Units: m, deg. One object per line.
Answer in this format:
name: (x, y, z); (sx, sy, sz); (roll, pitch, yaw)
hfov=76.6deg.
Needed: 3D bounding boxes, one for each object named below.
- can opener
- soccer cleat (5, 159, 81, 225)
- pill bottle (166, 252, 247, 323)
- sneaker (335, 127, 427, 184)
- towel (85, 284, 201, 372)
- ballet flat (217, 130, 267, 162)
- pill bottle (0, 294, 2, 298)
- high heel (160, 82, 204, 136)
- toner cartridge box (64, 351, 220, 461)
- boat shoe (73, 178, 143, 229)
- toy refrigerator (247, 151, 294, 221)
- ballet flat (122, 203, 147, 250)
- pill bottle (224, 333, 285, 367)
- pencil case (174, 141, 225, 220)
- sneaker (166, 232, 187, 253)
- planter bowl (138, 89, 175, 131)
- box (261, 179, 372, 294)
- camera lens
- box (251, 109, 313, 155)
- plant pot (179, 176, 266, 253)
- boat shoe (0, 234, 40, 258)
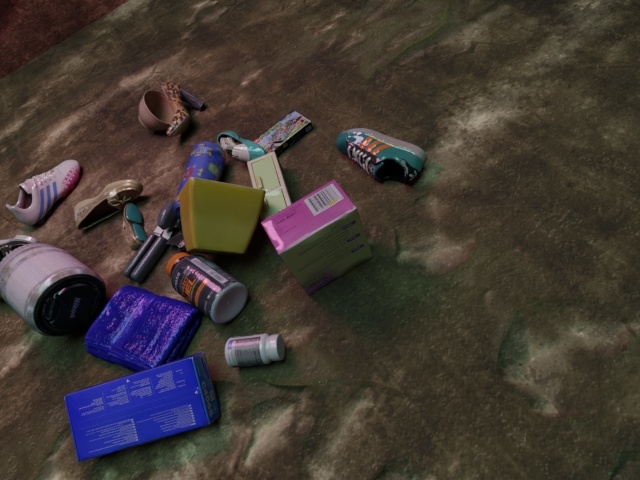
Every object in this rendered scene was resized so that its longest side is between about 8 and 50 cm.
can opener: (-0.551, -0.005, 1.327); (0.076, 0.095, 0.283); (16, 64, 26)
soccer cleat: (-1.086, -0.215, 1.601); (0.116, 0.143, 0.330); (8, 61, 22)
pill bottle: (-0.334, 0.123, 1.156); (0.246, 0.130, 0.130); (28, 70, 31)
sneaker: (0.165, -0.258, 1.255); (0.303, 0.108, 0.121); (21, 63, 26)
towel: (-0.515, 0.253, 1.162); (0.309, 0.076, 0.227); (11, 63, 23)
ballet flat: (-0.293, -0.327, 1.453); (0.087, 0.083, 0.247); (-21, 42, -37)
pill bottle: (-1.054, 0.141, 1.379); (0.209, 0.117, 0.117); (-2, 58, 16)
high heel: (-0.610, -0.530, 1.634); (0.186, 0.093, 0.261); (29, 51, -10)
toner cartridge box: (-0.439, 0.408, 1.001); (0.348, 0.075, 0.165); (-18, 84, 6)
boat shoe: (-0.770, -0.128, 1.480); (0.286, 0.104, 0.089); (-26, 58, 13)
toy refrigerator: (-0.154, -0.157, 1.300); (0.103, 0.094, 0.269); (-21, 55, 4)
ballet flat: (-0.655, -0.045, 1.406); (0.067, 0.073, 0.206); (-44, 49, 15)
pill bottle: (-0.165, 0.279, 1.033); (0.137, 0.078, 0.078); (-9, 56, 12)
pencil case: (-0.405, -0.194, 1.387); (0.120, 0.133, 0.305); (-22, 49, 33)
sneaker: (-0.418, 0.013, 1.303); (0.170, 0.051, 0.089); (25, 69, 34)
planter bowl: (-0.681, -0.520, 1.676); (0.109, 0.162, 0.161); (-29, 49, 32)
box: (0.000, 0.000, 1.059); (0.214, 0.243, 0.117); (-31, 54, -3)
camera lens: (-0.820, 0.146, 1.239); (0.275, 0.219, 0.219); (24, 68, 29)
box: (-0.141, -0.382, 1.475); (0.207, 0.036, 0.114); (-41, 56, -10)
plant pot: (-0.298, -0.054, 1.187); (0.213, 0.212, 0.186); (7, 82, -26)
boat shoe: (-1.134, 0.034, 1.503); (0.220, 0.077, 0.070); (-9, 55, 21)
